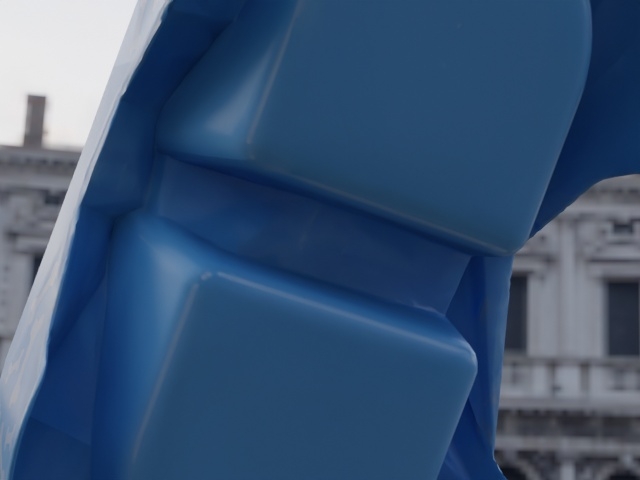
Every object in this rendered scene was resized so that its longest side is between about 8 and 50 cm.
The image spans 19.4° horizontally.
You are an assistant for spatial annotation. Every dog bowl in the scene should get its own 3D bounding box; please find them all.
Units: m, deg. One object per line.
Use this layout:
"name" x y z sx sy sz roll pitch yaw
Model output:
"dog bowl" 0.000 0.000 0.557 0.166 0.297 0.074 19 3 -28
